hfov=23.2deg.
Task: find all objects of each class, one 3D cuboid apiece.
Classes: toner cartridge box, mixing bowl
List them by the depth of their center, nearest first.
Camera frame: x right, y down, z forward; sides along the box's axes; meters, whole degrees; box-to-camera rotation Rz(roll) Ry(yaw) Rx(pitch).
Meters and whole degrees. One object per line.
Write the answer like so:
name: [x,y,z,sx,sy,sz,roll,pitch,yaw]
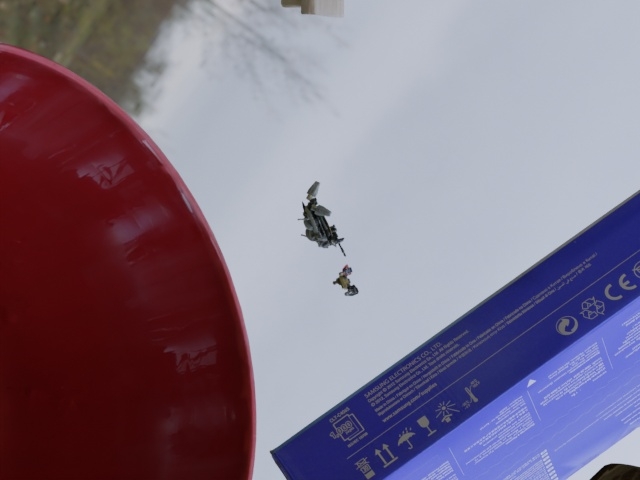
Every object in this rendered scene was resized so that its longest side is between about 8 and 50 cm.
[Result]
mixing bowl: [-0.113,0.042,0.450,0.098,0.181,0.181,-18,-148,36]
toner cartridge box: [0.146,0.112,1.125,0.348,0.165,0.075,-35,-127,-5]

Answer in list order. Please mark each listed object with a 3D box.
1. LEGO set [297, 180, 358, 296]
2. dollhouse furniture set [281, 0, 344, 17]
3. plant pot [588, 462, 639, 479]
LEGO set: [0.001,0.002,1.045,0.023,0.083,0.054,-22,-173,-8]
dollhouse furniture set: [-0.025,-0.333,1.036,0.303,0.174,0.355,-8,100,-53]
plant pot: [0.158,0.247,0.838,0.230,0.215,0.215,-63,-169,-15]
